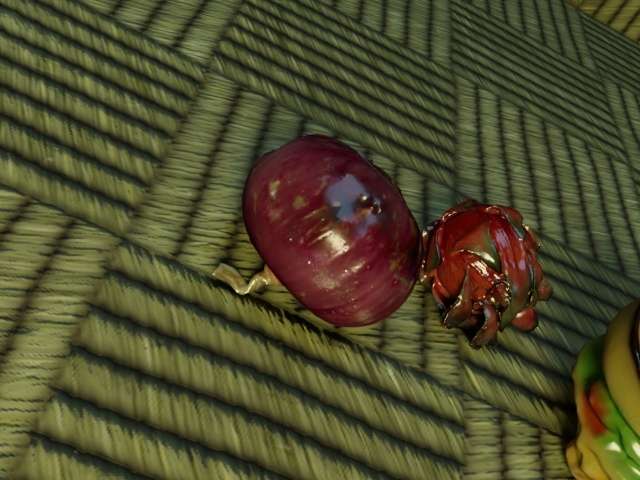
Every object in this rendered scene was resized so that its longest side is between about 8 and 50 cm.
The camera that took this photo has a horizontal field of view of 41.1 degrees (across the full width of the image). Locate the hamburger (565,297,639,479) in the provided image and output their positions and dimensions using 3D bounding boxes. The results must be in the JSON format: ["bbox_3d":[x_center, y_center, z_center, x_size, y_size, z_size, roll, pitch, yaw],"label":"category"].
[{"bbox_3d":[0.327,0.166,0.781,0.237,0.149,0.237,16,47,-18],"label":"hamburger"}]

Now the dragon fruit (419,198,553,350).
[{"bbox_3d":[0.160,0.029,0.851,0.142,0.130,0.121,51,6,25],"label":"dragon fruit"}]

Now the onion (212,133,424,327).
[{"bbox_3d":[0.009,-0.006,0.741,0.177,0.153,0.177,24,19,-9],"label":"onion"}]
